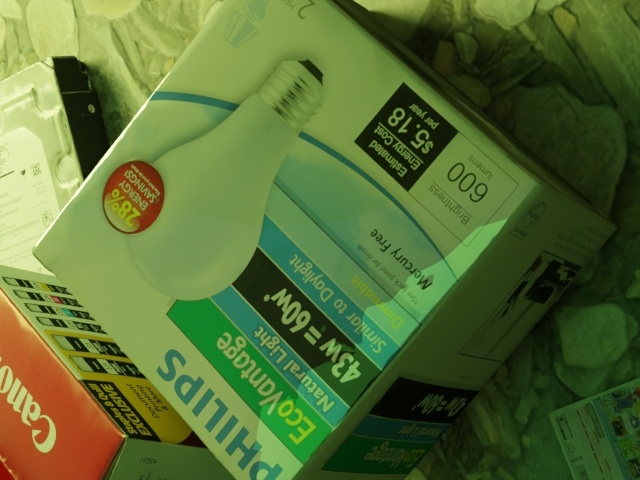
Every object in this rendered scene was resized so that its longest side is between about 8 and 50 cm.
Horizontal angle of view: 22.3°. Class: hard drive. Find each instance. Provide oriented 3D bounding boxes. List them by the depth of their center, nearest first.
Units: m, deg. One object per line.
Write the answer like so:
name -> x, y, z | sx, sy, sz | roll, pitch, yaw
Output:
hard drive -> -0.325, -0.019, 1.888 | 0.237, 0.064, 0.339 | -19, 83, 39

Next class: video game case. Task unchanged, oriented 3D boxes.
video game case -> 0.271, 0.177, 1.466 | 0.122, 0.011, 0.087 | -28, 78, 38

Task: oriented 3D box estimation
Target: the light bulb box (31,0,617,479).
light bulb box -> 0.000, 0.000, 1.465 | 0.358, 0.225, 0.361 | 44, 102, 26

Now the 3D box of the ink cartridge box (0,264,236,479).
ink cartridge box -> -0.230, 0.157, 1.533 | 0.309, 0.272, 0.130 | 41, 108, 42
